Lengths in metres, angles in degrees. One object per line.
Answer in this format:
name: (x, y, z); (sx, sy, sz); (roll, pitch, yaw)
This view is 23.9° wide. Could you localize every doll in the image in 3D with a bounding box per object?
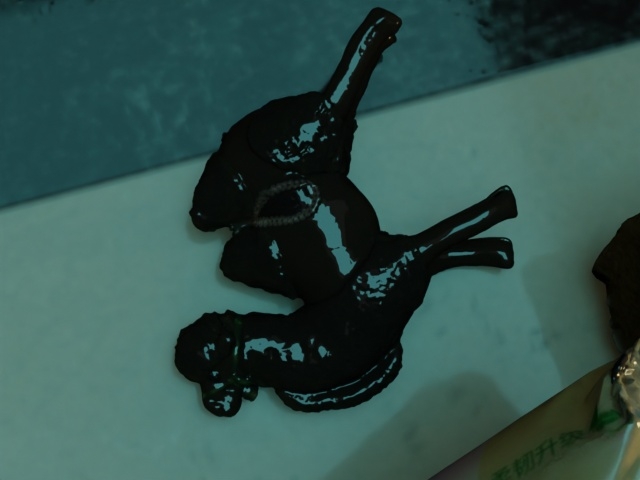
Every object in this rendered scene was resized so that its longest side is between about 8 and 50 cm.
doll: (0.000, 0.000, 0.659); (0.165, 0.057, 0.139); (-35, 91, -6)

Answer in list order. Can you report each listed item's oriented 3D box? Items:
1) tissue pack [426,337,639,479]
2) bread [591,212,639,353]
tissue pack: (0.079, 0.193, 0.565); (0.257, 0.123, 0.215); (-38, 89, 20)
bread: (0.265, 0.158, 0.643); (0.165, 0.113, 0.416); (-20, 87, -9)
